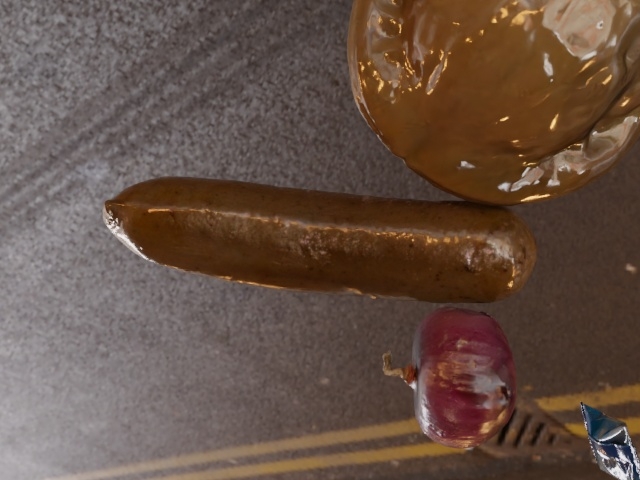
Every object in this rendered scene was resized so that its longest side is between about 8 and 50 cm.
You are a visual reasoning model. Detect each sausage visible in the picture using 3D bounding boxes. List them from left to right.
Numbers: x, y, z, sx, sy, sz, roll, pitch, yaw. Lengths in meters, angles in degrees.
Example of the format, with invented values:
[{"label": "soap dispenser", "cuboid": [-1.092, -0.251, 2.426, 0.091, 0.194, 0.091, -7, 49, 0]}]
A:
[{"label": "sausage", "cuboid": [0.000, 0.001, 0.998, 0.501, 0.123, 0.136, 6, 167, 1]}]

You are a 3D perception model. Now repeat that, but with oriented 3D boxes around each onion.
[{"label": "onion", "cuboid": [0.171, 0.170, 1.070, 0.153, 0.177, 0.177, -22, 135, 15]}]

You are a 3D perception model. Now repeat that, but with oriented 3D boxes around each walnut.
[{"label": "walnut", "cuboid": [0.218, -0.230, 0.980, 0.383, 0.383, 0.383, 12, 147, 8]}]

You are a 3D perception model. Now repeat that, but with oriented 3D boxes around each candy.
[{"label": "candy", "cuboid": [0.359, 0.255, 1.050, 0.038, 0.088, 0.136, -15, -175, -6]}]
